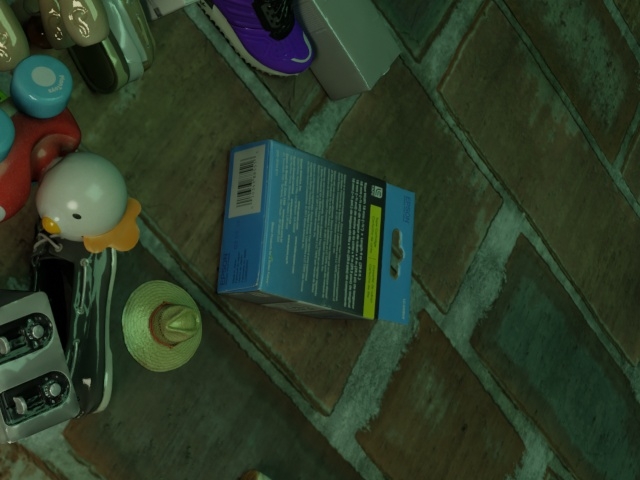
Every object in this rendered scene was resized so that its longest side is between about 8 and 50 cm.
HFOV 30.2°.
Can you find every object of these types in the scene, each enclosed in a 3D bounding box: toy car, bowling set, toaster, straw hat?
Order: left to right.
[{"bbox_3d":[-0.400,0.147,1.459,0.110,0.186,0.168,-23,107,-42],"label":"toaster"},{"bbox_3d":[-0.412,-0.309,1.553,0.200,0.287,0.154,-99,172,-73],"label":"bowling set"},{"bbox_3d":[-0.332,-0.060,1.465,0.238,0.219,0.210,39,52,1],"label":"toy car"},{"bbox_3d":[-0.210,0.120,1.717,0.144,0.061,0.144,9,77,-43],"label":"straw hat"}]

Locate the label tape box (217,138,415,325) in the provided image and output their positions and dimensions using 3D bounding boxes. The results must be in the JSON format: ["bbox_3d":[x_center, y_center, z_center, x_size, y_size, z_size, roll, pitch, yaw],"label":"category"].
[{"bbox_3d":[0.000,0.000,1.912,0.334,0.106,0.240,17,71,-42],"label":"label tape box"}]

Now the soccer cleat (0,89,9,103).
[{"bbox_3d":[-0.469,-0.145,1.525,0.072,0.060,0.179,52,44,-12],"label":"soccer cleat"}]

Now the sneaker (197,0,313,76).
[{"bbox_3d":[-0.092,-0.373,1.863,0.293,0.146,0.102,42,56,-30],"label":"sneaker"}]

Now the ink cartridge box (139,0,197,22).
[{"bbox_3d":[-0.239,-0.380,1.719,0.063,0.150,0.109,-32,105,-42],"label":"ink cartridge box"}]

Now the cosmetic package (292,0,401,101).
[{"bbox_3d":[0.020,-0.369,2.007,0.127,0.107,0.238,-51,119,-37],"label":"cosmetic package"}]

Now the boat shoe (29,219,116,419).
[{"bbox_3d":[-0.337,0.070,1.569,0.095,0.112,0.335,-1,86,-49],"label":"boat shoe"}]

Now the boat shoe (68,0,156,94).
[{"bbox_3d":[-0.326,-0.363,1.669,0.103,0.113,0.302,-40,120,-42],"label":"boat shoe"}]

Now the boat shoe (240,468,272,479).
[{"bbox_3d":[-0.099,0.429,1.765,0.059,0.063,0.170,29,63,-31],"label":"boat shoe"}]
